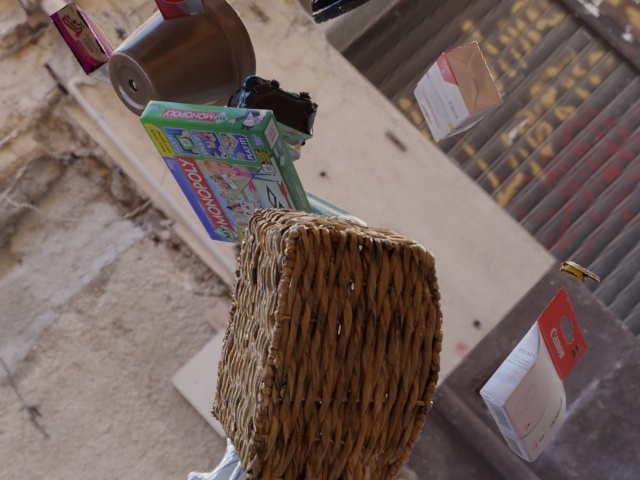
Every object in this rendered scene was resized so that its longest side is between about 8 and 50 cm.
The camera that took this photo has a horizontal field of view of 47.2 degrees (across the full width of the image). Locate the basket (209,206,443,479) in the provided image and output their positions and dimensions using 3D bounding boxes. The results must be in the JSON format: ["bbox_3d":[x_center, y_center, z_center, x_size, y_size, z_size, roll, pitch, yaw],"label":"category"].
[{"bbox_3d":[0.008,0.122,0.883,0.223,0.214,0.299,-160,79,-71],"label":"basket"}]

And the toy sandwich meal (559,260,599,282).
[{"bbox_3d":[0.524,0.069,1.483,0.029,0.086,0.085,-60,-9,7],"label":"toy sandwich meal"}]

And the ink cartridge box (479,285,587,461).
[{"bbox_3d":[0.370,0.220,1.191,0.232,0.066,0.189,-44,-50,-13],"label":"ink cartridge box"}]

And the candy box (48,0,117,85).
[{"bbox_3d":[-0.548,-0.470,1.769,0.071,0.159,0.233,-31,7,1],"label":"candy box"}]

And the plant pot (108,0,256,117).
[{"bbox_3d":[-0.303,-0.366,1.503,0.229,0.263,0.263,-40,-9,-36],"label":"plant pot"}]

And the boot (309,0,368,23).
[{"bbox_3d":[0.032,-0.708,1.468,0.367,0.445,0.146,-17,21,39],"label":"boot"}]

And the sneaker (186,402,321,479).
[{"bbox_3d":[-0.058,0.288,1.021,0.297,0.129,0.111,-35,-35,-22],"label":"sneaker"}]

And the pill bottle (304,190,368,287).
[{"bbox_3d":[0.000,0.000,1.408,0.146,0.264,0.146,-22,-55,-35],"label":"pill bottle"}]

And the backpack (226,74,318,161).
[{"bbox_3d":[-0.111,-0.223,1.444,0.188,0.166,0.144,-6,70,65],"label":"backpack"}]

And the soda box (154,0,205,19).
[{"bbox_3d":[-0.269,-0.489,1.269,0.084,0.092,0.263,-10,-12,0],"label":"soda box"}]

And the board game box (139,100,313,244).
[{"bbox_3d":[-0.135,-0.094,1.200,0.317,0.214,0.046,67,-143,-52],"label":"board game box"}]

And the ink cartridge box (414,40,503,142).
[{"bbox_3d":[0.235,-0.254,1.287,0.067,0.115,0.198,-22,-3,-10],"label":"ink cartridge box"}]
